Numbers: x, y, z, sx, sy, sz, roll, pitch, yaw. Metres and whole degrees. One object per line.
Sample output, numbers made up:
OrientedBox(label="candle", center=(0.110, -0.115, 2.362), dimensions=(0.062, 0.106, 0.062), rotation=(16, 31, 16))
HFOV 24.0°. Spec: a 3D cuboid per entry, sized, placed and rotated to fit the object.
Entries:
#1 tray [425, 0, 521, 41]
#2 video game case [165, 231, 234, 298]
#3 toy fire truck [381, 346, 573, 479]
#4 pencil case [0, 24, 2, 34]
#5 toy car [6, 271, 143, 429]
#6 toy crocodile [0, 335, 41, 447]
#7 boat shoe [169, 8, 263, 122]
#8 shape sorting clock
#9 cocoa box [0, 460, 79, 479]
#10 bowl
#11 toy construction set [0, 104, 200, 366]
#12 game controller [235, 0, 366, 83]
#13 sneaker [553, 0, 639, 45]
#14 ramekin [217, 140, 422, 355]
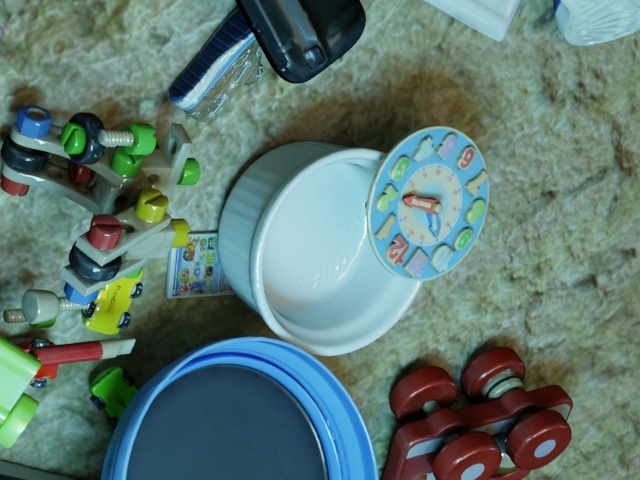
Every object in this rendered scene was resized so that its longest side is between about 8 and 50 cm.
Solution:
OrientedBox(label="tray", center=(0.187, -0.381, 2.024), dimensions=(0.270, 0.030, 0.145), rotation=(23, 94, -35))
OrientedBox(label="video game case", center=(-0.144, 0.031, 1.988), dimensions=(0.122, 0.011, 0.087), rotation=(-3, 109, -30))
OrientedBox(label="toy fire truck", center=(0.222, 0.314, 2.238), dimensions=(0.302, 0.169, 0.253), rotation=(-12, 137, -26))
OrientedBox(label="pencil case", center=(-0.462, -0.213, 1.665), dimensions=(0.209, 0.095, 0.098), rotation=(-40, 158, -15))
OrientedBox(label="toy car", center=(-0.293, 0.158, 1.921), dimensions=(0.239, 0.053, 0.225), rotation=(-39, 123, -13))
OrientedBox(label="toy crocodile", center=(-0.433, 0.234, 1.771), dimensions=(0.115, 0.105, 0.340), rotation=(38, 122, -12))
OrientedBox(label="boat shoe", center=(-0.108, -0.226, 1.890), dimensions=(0.183, 0.066, 0.066), rotation=(-45, 129, 3))
OrientedBox(label="shape sorting clock", center=(0.142, -0.046, 1.950), dimensions=(0.206, 0.040, 0.206), rotation=(-13, 113, -32))
OrientedBox(label="cocoa box", center=(-0.308, 0.451, 1.912), dimensions=(0.347, 0.228, 0.231), rotation=(22, 95, -34))
OrientedBox(label="bowl", center=(-0.099, 0.315, 1.865), dimensions=(0.391, 0.077, 0.391), rotation=(6, 80, -38))
OrientedBox(label="toy construction set", center=(-0.233, -0.011, 1.789), dimensions=(0.237, 0.257, 0.308), rotation=(-2, 107, -40))
OrientedBox(label="game controller", center=(-0.057, -0.353, 1.826), dimensions=(0.166, 0.067, 0.319), rotation=(-46, 114, -43))
OrientedBox(label="sneaker", center=(0.357, -0.419, 2.054), dimensions=(0.323, 0.130, 0.236), rotation=(30, 48, -69))
OrientedBox(label="ramekin", center=(0.000, 0.000, 1.978), dimensions=(0.277, 0.135, 0.277), rotation=(-12, 113, -31))
